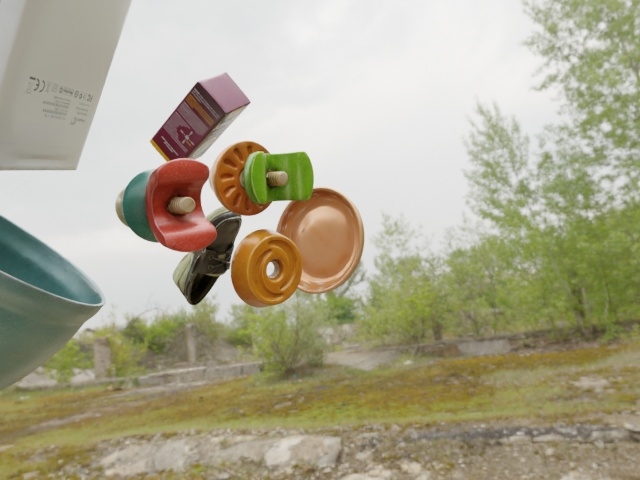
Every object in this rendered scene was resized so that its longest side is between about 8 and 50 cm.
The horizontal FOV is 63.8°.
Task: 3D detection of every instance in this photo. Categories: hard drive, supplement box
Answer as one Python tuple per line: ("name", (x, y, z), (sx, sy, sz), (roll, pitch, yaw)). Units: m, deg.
("hard drive", (-0.284, -0.234, 0.572), (0.040, 0.319, 0.210), (21, 7, -3))
("supplement box", (-0.241, -0.238, 1.031), (0.188, 0.081, 0.104), (-36, 7, 34))

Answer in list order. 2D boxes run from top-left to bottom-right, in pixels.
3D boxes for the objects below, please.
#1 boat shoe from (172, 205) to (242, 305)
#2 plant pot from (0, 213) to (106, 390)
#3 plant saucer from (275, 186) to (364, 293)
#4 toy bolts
("boat shoe", (-0.185, 0.030, 0.882), (0.080, 0.074, 0.224), (-9, -32, -46))
("plant pot", (-0.412, 0.065, 0.534), (0.293, 0.196, 0.293), (34, -9, 6))
("plant saucer", (0.000, 0.000, 0.963), (0.199, 0.200, 0.037), (-14, -14, 34))
("toy bolts", (-0.144, -0.023, 0.663), (0.228, 0.219, 0.158), (-4, 6, -42))
